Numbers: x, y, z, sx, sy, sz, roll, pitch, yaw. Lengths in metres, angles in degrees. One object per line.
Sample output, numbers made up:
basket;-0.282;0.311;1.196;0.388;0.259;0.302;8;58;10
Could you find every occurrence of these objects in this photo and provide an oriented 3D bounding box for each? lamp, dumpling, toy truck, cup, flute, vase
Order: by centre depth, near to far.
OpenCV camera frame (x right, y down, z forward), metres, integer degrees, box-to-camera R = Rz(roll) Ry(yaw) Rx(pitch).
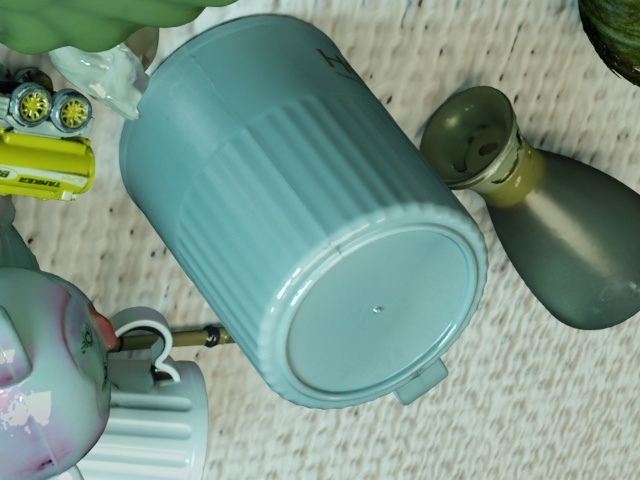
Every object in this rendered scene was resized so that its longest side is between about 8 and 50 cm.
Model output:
toy truck;-0.303;-0.097;1.625;0.226;0.098;0.114;7;105;-38
dumpling;-0.192;-0.181;1.627;0.108;0.127;0.188;-7;131;-15
lamp;-0.321;0.096;1.650;0.247;0.301;0.247;-25;136;-14
cup;-0.018;0.003;1.769;0.256;0.311;0.331;-15;134;-23
cup;-0.229;0.173;1.886;0.202;0.167;0.221;7;89;-21
flute;-0.156;0.107;1.980;0.233;0.027;0.027;-3;128;-33
vase;0.247;-0.043;2.036;0.173;0.173;0.321;-44;132;7

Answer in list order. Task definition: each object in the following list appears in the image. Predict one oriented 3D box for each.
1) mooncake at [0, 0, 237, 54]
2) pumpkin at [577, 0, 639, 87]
mooncake;-0.205;-0.267;1.403;0.351;0.187;0.351;-10;164;-3
pumpkin;0.407;-0.288;1.894;0.320;0.192;0.320;-21;137;-20
